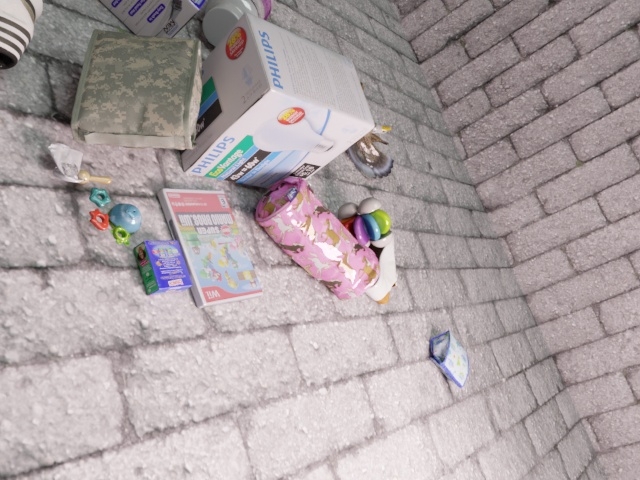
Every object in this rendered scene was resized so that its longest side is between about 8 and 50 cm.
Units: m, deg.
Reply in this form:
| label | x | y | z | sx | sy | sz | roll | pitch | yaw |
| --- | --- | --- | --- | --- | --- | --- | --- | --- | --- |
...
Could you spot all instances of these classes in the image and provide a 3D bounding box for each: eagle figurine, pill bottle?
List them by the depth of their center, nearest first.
| label | x | y | z | sx | sy | sz | roll | pitch | yaw |
| --- | --- | --- | --- | --- | --- | --- | --- | --- | --- |
| pill bottle | -0.260 | -0.709 | 1.801 | 0.169 | 0.169 | 0.301 | 45 | 35 | -23 |
| eagle figurine | 0.166 | -0.397 | 2.183 | 0.226 | 0.225 | 0.298 | -45 | 144 | -19 |

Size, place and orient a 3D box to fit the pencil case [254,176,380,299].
| label | x | y | z | sx | sy | sz | roll | pitch | yaw |
| --- | --- | --- | --- | --- | --- | --- | --- | --- | --- |
| pencil case | 0.000 | 0.000 | 1.589 | 0.386 | 0.167 | 0.160 | 46 | 36 | -27 |

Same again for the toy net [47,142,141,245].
| label | x | y | z | sx | sy | sz | roll | pitch | yaw |
| --- | --- | --- | --- | --- | --- | --- | --- | --- | --- |
| toy net | -0.454 | -0.088 | 1.136 | 0.232 | 0.045 | 0.122 | 45 | 36 | -20 |

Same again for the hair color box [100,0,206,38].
| label | x | y | z | sx | sy | sz | roll | pitch | yaw |
| --- | --- | --- | --- | --- | --- | --- | --- | --- | --- |
| hair color box | -0.473 | -0.665 | 1.444 | 0.339 | 0.185 | 0.110 | 44 | 33 | -26 |

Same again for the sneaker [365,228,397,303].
| label | x | y | z | sx | sy | sz | roll | pitch | yaw |
| --- | --- | --- | --- | --- | --- | --- | --- | --- | --- |
| sneaker | 0.196 | 0.084 | 1.882 | 0.123 | 0.106 | 0.290 | 51 | 39 | -32 |

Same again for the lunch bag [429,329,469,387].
| label | x | y | z | sx | sy | sz | roll | pitch | yaw |
| --- | --- | --- | --- | --- | --- | --- | --- | --- | --- |
| lunch bag | 0.437 | 0.406 | 1.950 | 0.129 | 0.096 | 0.151 | 48 | 24 | -20 |

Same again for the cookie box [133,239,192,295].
| label | x | y | z | sx | sy | sz | roll | pitch | yaw |
| --- | --- | --- | --- | --- | --- | --- | --- | --- | --- |
| cookie box | -0.326 | 0.056 | 1.198 | 0.092 | 0.040 | 0.107 | -1 | 65 | -56 |

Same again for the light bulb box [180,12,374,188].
| label | x | y | z | sx | sy | sz | roll | pitch | yaw |
| --- | --- | --- | --- | --- | --- | --- | --- | --- | --- |
| light bulb box | -0.127 | -0.322 | 1.469 | 0.361 | 0.358 | 0.225 | 6 | 59 | -45 |

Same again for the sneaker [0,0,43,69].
| label | x | y | z | sx | sy | sz | roll | pitch | yaw |
| --- | --- | --- | --- | --- | --- | --- | --- | --- | --- |
| sneaker | -0.697 | -0.455 | 0.965 | 0.447 | 0.169 | 0.258 | 30 | 40 | -43 |

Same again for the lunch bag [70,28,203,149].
| label | x | y | z | sx | sy | sz | roll | pitch | yaw |
| --- | --- | --- | --- | --- | --- | --- | --- | --- | --- |
| lunch bag | -0.375 | -0.293 | 1.218 | 0.235 | 0.169 | 0.287 | 3 | 52 | -7 |

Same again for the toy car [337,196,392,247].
| label | x | y | z | sx | sy | sz | roll | pitch | yaw |
| --- | --- | --- | --- | --- | --- | --- | --- | --- | --- |
| toy car | 0.127 | -0.037 | 1.795 | 0.136 | 0.182 | 0.159 | -43 | 116 | -54 |

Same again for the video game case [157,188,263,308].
| label | x | y | z | sx | sy | sz | roll | pitch | yaw |
| --- | --- | --- | --- | --- | --- | --- | --- | --- | --- |
| video game case | -0.254 | 0.011 | 1.354 | 0.204 | 0.025 | 0.285 | -4 | 69 | -56 |
